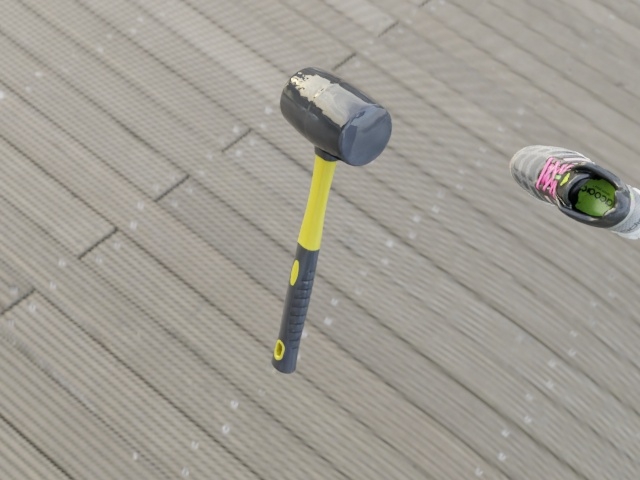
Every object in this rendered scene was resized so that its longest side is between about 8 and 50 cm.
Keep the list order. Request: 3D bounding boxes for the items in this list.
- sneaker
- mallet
[{"bbox_3d":[0.252,-0.057,0.927,0.075,0.063,0.170,17,14,-49],"label":"sneaker"},{"bbox_3d":[0.000,0.000,0.529,0.039,0.189,0.062,-10,27,-36],"label":"mallet"}]
